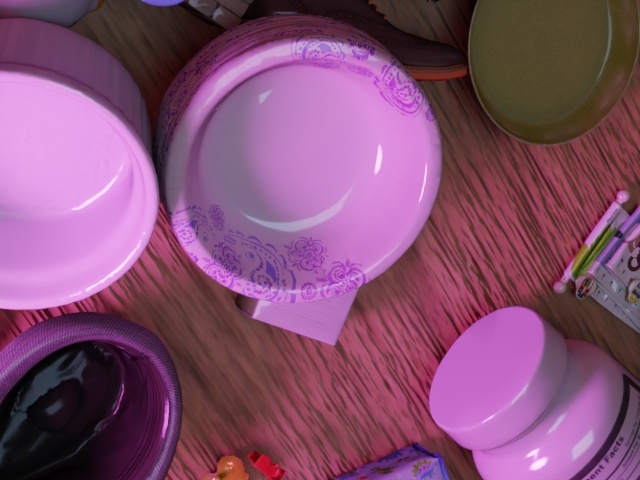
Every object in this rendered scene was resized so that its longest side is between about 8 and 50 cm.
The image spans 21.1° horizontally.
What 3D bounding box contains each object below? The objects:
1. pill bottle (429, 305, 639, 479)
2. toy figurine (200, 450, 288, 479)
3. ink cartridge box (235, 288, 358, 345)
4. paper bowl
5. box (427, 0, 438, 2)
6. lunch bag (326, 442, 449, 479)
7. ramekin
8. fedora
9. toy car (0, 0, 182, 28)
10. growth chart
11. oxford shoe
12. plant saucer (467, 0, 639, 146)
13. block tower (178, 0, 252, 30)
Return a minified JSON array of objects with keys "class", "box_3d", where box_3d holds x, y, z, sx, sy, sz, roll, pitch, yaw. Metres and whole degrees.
[{"class":"pill bottle","box_3d":[0.309,0.245,2.018,0.363,0.210,0.210,40,87,-26]},{"class":"toy figurine","box_3d":[-0.096,0.442,1.925,0.217,0.191,0.362,40,88,-31]},{"class":"ink cartridge box","box_3d":[0.000,0.000,1.902,0.109,0.062,0.209,21,96,-25]},{"class":"paper bowl","box_3d":[-0.029,-0.091,1.744,0.284,0.148,0.284,-6,116,-12]},{"class":"box","box_3d":[0.204,-0.469,1.746,0.318,0.097,0.395,-27,140,-11]},{"class":"lunch bag","box_3d":[0.092,0.331,2.015,0.129,0.096,0.151,-21,102,-16]},{"class":"ramekin","box_3d":[-0.292,-0.080,1.667,0.277,0.135,0.277,-1,128,-1]},{"class":"fedora","box_3d":[-0.278,0.197,1.807,0.244,0.124,0.275,36,81,-29]},{"class":"toy car","box_3d":[-0.241,-0.271,1.680,0.210,0.219,0.238,19,127,-22]},{"class":"growth chart","box_3d":[0.409,0.037,2.106,0.237,0.021,0.172,30,91,-27]},{"class":"oxford shoe","box_3d":[0.042,-0.229,1.840,0.271,0.097,0.098,10,94,-25]},{"class":"plant saucer","box_3d":[0.257,-0.228,1.946,0.241,0.037,0.241,-8,107,-29]},{"class":"block tower","box_3d":[-0.049,-0.382,1.758,0.091,0.097,0.335,30,91,-27]}]
